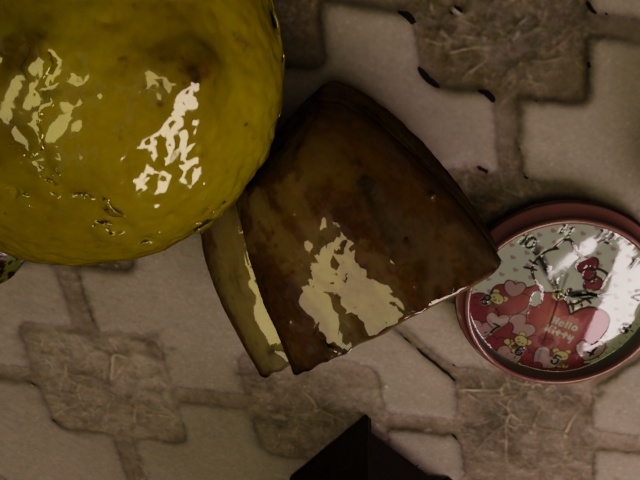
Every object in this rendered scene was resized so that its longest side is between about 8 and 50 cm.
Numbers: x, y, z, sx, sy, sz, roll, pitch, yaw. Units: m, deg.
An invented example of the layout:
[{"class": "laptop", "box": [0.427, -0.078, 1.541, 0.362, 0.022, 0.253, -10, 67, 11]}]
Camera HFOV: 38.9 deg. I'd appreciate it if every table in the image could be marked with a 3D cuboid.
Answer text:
[{"class": "table", "box": [0.060, 0.374, 1.154, 0.169, 0.193, 0.172, 39, 114, -18]}]

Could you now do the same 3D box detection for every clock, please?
[{"class": "clock", "box": [0.277, 0.064, 1.052, 0.244, 0.056, 0.245, 2, 118, 4]}]

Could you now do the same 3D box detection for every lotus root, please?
[{"class": "lotus root", "box": [0.000, 0.000, 0.903, 0.316, 0.316, 0.250, -33, 97, 19]}]

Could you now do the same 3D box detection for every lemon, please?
[{"class": "lemon", "box": [-0.214, -0.151, 0.789, 0.387, 0.350, 0.350, 9, 132, 48]}]

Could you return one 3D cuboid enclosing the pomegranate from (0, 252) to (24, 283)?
[{"class": "pomegranate", "box": [-0.395, 0.012, 1.000, 0.138, 0.125, 0.163, 13, 75, -10]}]
